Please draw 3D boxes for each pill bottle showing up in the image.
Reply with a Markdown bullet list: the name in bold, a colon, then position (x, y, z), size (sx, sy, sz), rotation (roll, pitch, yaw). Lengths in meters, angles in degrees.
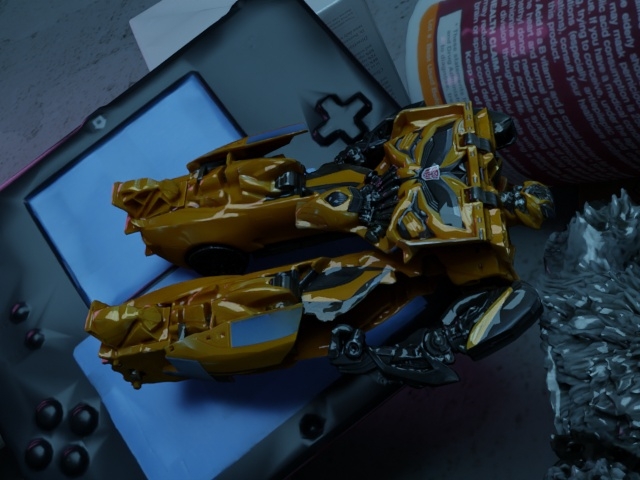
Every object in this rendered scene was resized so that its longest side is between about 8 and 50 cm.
- **pill bottle**: position (0.270, -0.161, 0.680), size (0.392, 0.224, 0.224), rotation (-4, 45, 55)

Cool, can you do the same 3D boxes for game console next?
- **game console**: position (-0.090, 0.019, 0.674), size (0.386, 0.060, 0.342), rotation (-37, 71, -2)

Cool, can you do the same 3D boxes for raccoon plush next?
- **raccoon plush**: position (0.290, 0.107, 0.466), size (0.299, 0.216, 0.446), rotation (-17, 31, 27)

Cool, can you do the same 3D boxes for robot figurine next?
- **robot figurine**: position (0.000, 0.000, 0.566), size (0.291, 0.085, 0.211), rotation (-13, 53, 18)

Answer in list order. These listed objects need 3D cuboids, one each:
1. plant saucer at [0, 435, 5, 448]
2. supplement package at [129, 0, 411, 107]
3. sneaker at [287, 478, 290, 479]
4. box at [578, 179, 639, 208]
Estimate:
- **plant saucer**: position (-0.362, 0.105, 1.003), size (0.400, 0.100, 0.400), rotation (-17, 43, 17)
- **supplement package**: position (-0.029, -0.135, 0.908), size (0.199, 0.263, 0.198), rotation (-31, 41, 1)
- **sneaker**: position (-0.079, 0.210, 0.741), size (0.129, 0.111, 0.297), rotation (-29, 40, 51)
- **box**: position (0.312, -0.023, 0.776), size (0.164, 0.021, 0.201), rotation (-10, 45, 23)
